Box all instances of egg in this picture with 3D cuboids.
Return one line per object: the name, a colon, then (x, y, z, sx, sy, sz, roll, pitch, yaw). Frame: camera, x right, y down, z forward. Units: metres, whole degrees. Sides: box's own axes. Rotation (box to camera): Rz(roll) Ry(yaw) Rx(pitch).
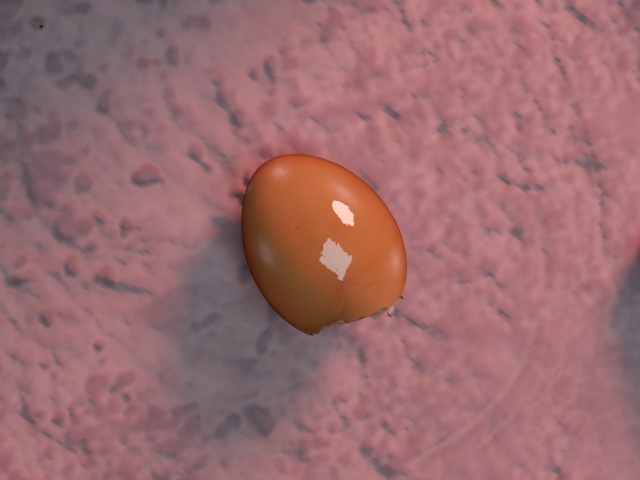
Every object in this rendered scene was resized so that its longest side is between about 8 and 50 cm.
egg: (0.000, 0.000, 0.966, 0.080, 0.080, 0.096, -23, 97, -8)
